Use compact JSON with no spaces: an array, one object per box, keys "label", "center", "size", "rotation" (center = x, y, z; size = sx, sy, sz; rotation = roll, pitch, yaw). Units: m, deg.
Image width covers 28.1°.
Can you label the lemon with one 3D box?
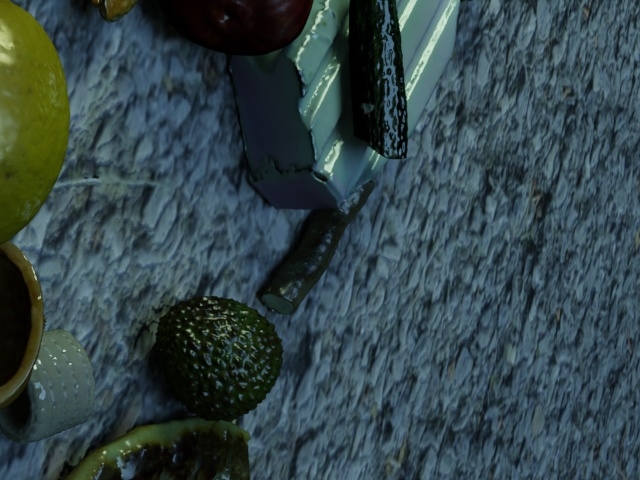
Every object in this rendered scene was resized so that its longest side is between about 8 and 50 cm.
[{"label":"lemon","center":[-0.360,-0.118,1.249],"size":[0.236,0.236,0.263],"rotation":[46,64,-41]}]

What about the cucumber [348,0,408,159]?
[{"label":"cucumber","center":[0.073,-0.224,1.633],"size":[0.074,0.074,0.241],"rotation":[-13,102,-48]}]

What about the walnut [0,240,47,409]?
[{"label":"walnut","center":[-0.363,0.101,1.344],"size":[0.087,0.167,0.211],"rotation":[75,25,-68]}]

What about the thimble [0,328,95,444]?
[{"label":"thimble","center":[-0.314,0.162,1.423],"size":[0.090,0.102,0.115],"rotation":[-15,72,-48]}]

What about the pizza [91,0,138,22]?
[{"label":"pizza","center":[-0.276,-0.346,1.458],"size":[0.194,0.069,0.154],"rotation":[34,67,-38]}]

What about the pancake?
[{"label":"pancake","center":[-0.228,0.369,1.584],"size":[0.426,0.067,0.304],"rotation":[-51,136,-35]}]

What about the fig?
[{"label":"fig","center":[-0.107,-0.349,1.596],"size":[0.204,0.186,0.249],"rotation":[36,31,-28]}]

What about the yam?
[{"label":"yam","center":[0.000,0.000,1.810],"size":[0.253,0.061,0.061],"rotation":[-58,132,-28]}]

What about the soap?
[{"label":"soap","center":[0.037,-0.264,1.759],"size":[0.261,0.156,0.446],"rotation":[47,58,-41]}]

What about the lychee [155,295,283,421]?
[{"label":"lychee","center":[-0.130,0.143,1.595],"size":[0.171,0.171,0.171],"rotation":[-5,96,-49]}]
